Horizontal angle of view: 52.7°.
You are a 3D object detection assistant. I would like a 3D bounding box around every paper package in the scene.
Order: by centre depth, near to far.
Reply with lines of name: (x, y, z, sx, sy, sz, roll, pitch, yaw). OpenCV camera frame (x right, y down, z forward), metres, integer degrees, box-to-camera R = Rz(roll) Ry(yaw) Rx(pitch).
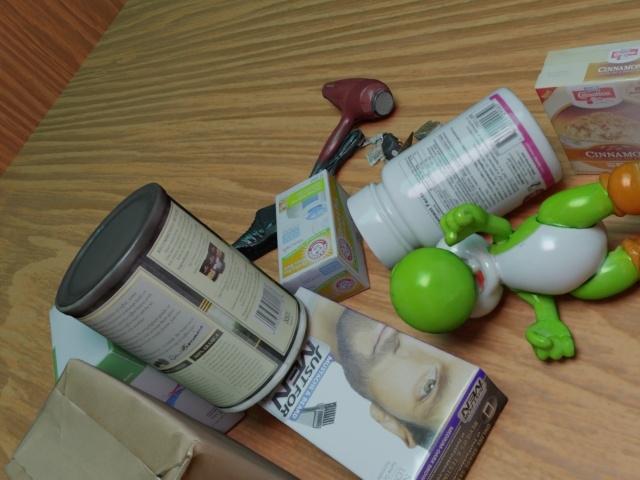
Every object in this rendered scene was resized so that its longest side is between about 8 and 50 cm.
paper package: (-0.173, 0.315, 0.807, 0.309, 0.325, 0.168, 14, 68, 44)

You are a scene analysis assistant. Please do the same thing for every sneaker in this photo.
sneaker: (0.202, -0.172, 1.117, 0.042, 0.067, 0.118, -44, 11, 5)
sneaker: (-0.112, -0.021, 1.242, 0.170, 0.051, 0.089, -25, 45, 16)

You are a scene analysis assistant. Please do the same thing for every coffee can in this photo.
coffee can: (-0.183, 0.084, 0.887, 0.201, 0.275, 0.201, -34, 31, 24)

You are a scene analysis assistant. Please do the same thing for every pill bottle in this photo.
pill bottle: (0.191, -0.082, 0.955, 0.283, 0.160, 0.160, -33, 42, 15)

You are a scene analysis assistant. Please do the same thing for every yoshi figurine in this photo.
yoshi figurine: (0.236, 0.038, 0.802, 0.362, 0.203, 0.203, -20, 53, 31)

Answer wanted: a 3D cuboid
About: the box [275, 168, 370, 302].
box: (0.000, 0.000, 1.089, 0.114, 0.103, 0.203, -26, 44, 22)

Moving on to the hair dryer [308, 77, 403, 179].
hair dryer: (0.042, -0.225, 1.256, 0.223, 0.080, 0.293, -25, 44, 23)

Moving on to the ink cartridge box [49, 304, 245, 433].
ink cartridge box: (-0.273, 0.196, 1.025, 0.117, 0.278, 0.201, -43, 41, 8)

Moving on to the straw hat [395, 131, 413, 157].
straw hat: (0.149, -0.107, 1.080, 0.061, 0.144, 0.144, 28, 74, 7)

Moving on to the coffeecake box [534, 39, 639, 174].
coffeecake box: (0.385, -0.167, 0.843, 0.142, 0.185, 0.068, 6, 62, 42)

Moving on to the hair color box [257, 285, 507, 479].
hair color box: (0.053, 0.205, 0.878, 0.339, 0.110, 0.185, 20, 71, 45)
